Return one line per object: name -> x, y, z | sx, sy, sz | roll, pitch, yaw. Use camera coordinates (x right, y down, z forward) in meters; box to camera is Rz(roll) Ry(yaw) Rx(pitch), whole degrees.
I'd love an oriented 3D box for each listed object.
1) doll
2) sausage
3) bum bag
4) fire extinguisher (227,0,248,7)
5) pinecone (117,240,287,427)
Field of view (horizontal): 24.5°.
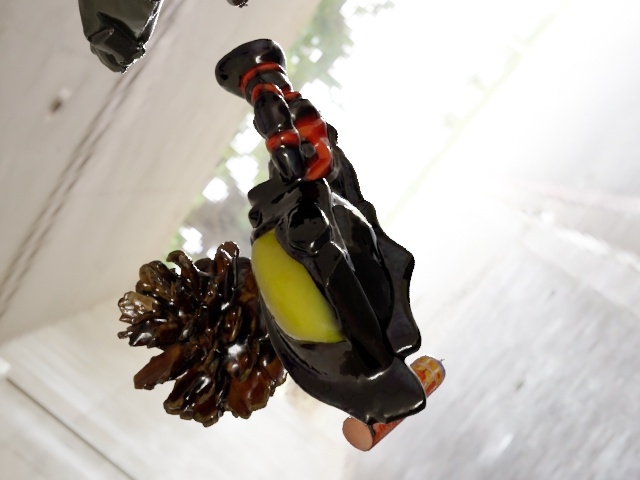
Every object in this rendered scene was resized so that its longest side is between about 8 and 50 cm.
doll -> -0.002, 0.002, 0.814 | 0.088, 0.248, 0.127 | -41, -38, 26
sausage -> 0.069, 0.134, 1.265 | 0.129, 0.034, 0.034 | -35, -12, -42
bum bag -> -0.222, -0.277, 1.600 | 0.080, 0.142, 0.326 | -20, -13, -19
fire extinguisher -> -0.114, -0.297, 1.735 | 0.100, 0.046, 0.032 | 57, -145, -70
pinecone -> -0.084, 0.063, 1.075 | 0.140, 0.121, 0.140 | -29, 48, 38
